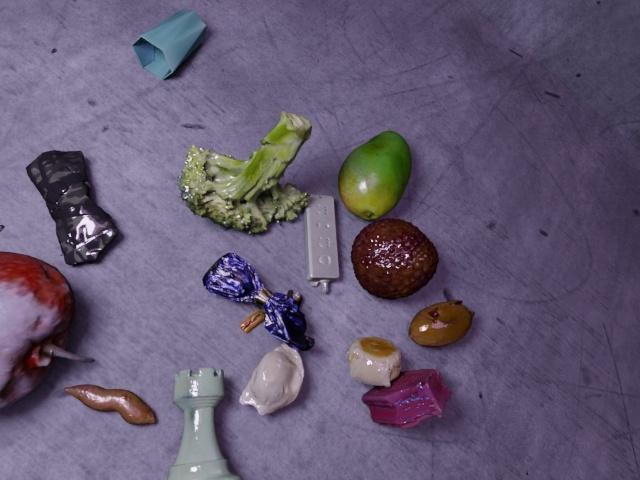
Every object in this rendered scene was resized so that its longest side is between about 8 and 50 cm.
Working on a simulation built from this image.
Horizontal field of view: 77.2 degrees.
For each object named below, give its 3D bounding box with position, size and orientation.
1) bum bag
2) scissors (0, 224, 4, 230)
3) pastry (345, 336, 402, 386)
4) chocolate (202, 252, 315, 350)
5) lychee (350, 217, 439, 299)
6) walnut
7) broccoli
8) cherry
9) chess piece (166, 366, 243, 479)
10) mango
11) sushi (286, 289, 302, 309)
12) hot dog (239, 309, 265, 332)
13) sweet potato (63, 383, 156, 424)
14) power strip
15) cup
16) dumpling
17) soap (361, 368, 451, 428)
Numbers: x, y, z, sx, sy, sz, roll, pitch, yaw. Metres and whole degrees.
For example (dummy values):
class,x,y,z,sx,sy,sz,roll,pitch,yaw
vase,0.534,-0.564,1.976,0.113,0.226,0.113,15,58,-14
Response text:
class,x,y,z,sx,sy,sz,roll,pitch,yaw
bum bag,-0.654,-0.099,1.060,0.144,0.095,0.340,-27,78,-11
scissors,-0.895,0.060,0.949,0.109,0.022,0.300,43,61,-3
pastry,0.152,0.341,1.141,0.166,0.166,0.088,0,105,-20
chocolate,-0.147,0.169,1.092,0.343,0.148,0.126,35,101,5
lychee,0.225,0.056,1.233,0.261,0.260,0.260,7,67,-17
walnut,0.385,0.265,1.270,0.245,0.137,0.137,-10,73,-19
broccoli,-0.213,-0.184,1.088,0.353,0.397,0.274,-28,79,-19
cherry,-0.704,0.186,0.835,0.335,0.291,0.326,-3,80,-1
chess piece,-0.281,0.457,0.929,0.195,0.194,0.299,2,60,-19
mango,0.191,-0.235,1.357,0.225,0.201,0.381,27,60,3
sushi,-0.083,0.190,1.185,0.046,0.044,0.083,31,62,-31
hot dog,-0.190,0.227,1.134,0.083,0.021,0.037,-40,87,-27
sweet potato,-0.491,0.379,0.948,0.218,0.051,0.065,26,65,-9
power strip,0.000,0.000,1.273,0.098,0.058,0.338,4,69,-19
cup,-0.483,-0.658,1.330,0.134,0.148,0.235,20,57,18
dumpling,-0.117,0.368,1.051,0.136,0.118,0.199,44,67,5
soap,0.241,0.423,1.082,0.162,0.250,0.099,-22,80,-28
